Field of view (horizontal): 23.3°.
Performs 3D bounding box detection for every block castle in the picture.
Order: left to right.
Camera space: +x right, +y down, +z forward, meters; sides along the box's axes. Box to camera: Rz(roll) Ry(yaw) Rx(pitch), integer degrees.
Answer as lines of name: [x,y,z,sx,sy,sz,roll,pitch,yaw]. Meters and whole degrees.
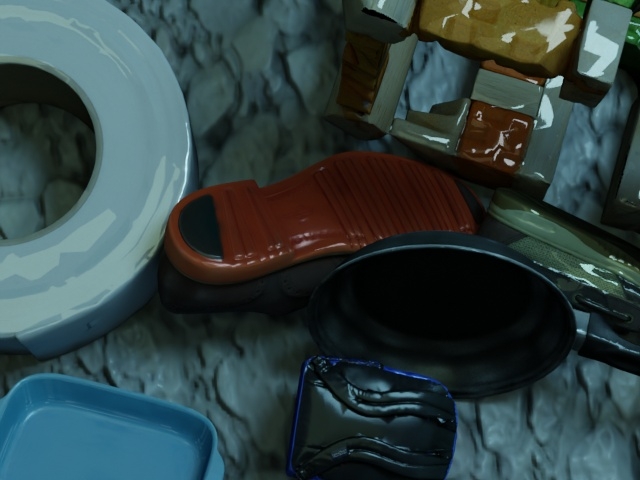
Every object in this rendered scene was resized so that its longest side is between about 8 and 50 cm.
block castle: [0.236,-0.153,1.126,0.453,0.303,0.213,17,76,3]

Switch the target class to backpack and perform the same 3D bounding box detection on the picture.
backpack: [0.039,0.137,1.156,0.120,0.101,0.098,8,84,-3]

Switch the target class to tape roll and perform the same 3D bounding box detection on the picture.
tape roll: [-0.236,-0.055,1.203,0.286,0.100,0.286,0,76,-1]

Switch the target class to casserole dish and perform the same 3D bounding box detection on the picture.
casserole dish: [-0.165,0.167,1.165,0.188,0.037,0.114,14,53,4]

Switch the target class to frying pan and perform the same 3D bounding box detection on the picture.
frying pan: [0.151,0.049,1.123,0.326,0.197,0.053,-5,52,15]

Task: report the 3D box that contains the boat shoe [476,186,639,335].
boat shoe: [0.219,0.037,1.200,0.223,0.080,0.073,28,106,-5]

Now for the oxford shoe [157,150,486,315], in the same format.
oxford shoe: [0.000,0.000,1.193,0.271,0.098,0.097,-6,55,-25]
